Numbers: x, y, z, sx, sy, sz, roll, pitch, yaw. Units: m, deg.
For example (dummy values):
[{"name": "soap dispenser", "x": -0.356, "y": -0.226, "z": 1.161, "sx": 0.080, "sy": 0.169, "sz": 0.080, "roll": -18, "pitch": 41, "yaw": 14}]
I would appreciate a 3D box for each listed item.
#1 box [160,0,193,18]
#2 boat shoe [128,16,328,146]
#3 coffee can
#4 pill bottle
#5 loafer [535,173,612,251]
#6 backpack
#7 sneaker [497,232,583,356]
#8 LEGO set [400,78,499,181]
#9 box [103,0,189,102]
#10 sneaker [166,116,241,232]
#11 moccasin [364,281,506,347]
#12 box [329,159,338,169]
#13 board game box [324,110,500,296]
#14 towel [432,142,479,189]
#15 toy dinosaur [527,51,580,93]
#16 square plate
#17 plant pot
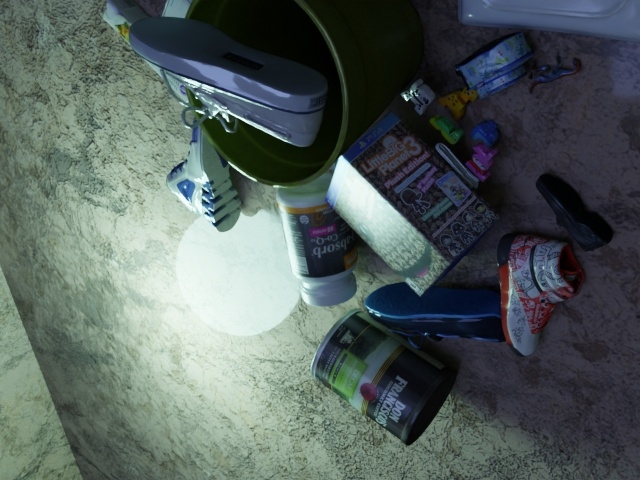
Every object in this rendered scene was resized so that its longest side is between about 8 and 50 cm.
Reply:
[{"name": "box", "x": -0.235, "y": -0.435, "z": 1.721, "sx": 0.290, "sy": 0.087, "sz": 0.169, "roll": 46, "pitch": 136, "yaw": 9}, {"name": "boat shoe", "x": -0.157, "y": -0.242, "z": 1.237, "sx": 0.367, "sy": 0.136, "sz": 0.156, "roll": 23, "pitch": 132, "yaw": 17}, {"name": "coffee can", "x": 0.145, "y": 0.312, "z": 1.761, "sx": 0.275, "sy": 0.202, "sz": 0.201, "roll": 32, "pitch": 132, "yaw": 24}, {"name": "pill bottle", "x": 0.000, "y": 0.000, "z": 1.727, "sx": 0.162, "sy": 0.162, "sz": 0.278, "roll": 9, "pitch": 121, "yaw": 37}, {"name": "loafer", "x": 0.448, "y": -0.047, "z": 1.380, "sx": 0.170, "sy": 0.062, "sz": 0.061, "roll": 50, "pitch": 141, "yaw": 8}, {"name": "backpack", "x": 0.310, "y": -0.303, "z": 1.311, "sx": 0.114, "sy": 0.105, "sz": 0.084, "roll": -28, "pitch": 96, "yaw": 46}, {"name": "sneaker", "x": 0.432, "y": 0.118, "z": 1.471, "sx": 0.145, "sy": 0.090, "sz": 0.269, "roll": 6, "pitch": 116, "yaw": 42}, {"name": "LEGO set", "x": 0.267, "y": -0.233, "z": 1.401, "sx": 0.227, "sy": 0.087, "sz": 0.093, "roll": 48, "pitch": 152, "yaw": 8}, {"name": "box", "x": -0.403, "y": -0.473, "z": 1.862, "sx": 0.324, "sy": 0.067, "sz": 0.063, "roll": 45, "pitch": 137, "yaw": 9}, {"name": "sneaker", "x": -0.313, "y": -0.179, "z": 1.917, "sx": 0.182, "sy": 0.127, "sz": 0.315, "roll": 20, "pitch": 128, "yaw": 29}, {"name": "moccasin", "x": 0.244, "y": 0.174, "z": 1.637, "sx": 0.342, "sy": 0.137, "sz": 0.116, "roll": 6, "pitch": 133, "yaw": 44}, {"name": "box", "x": 0.018, "y": -0.210, "z": 1.625, "sx": 0.102, "sy": 0.101, "sz": 0.087, "roll": 8, "pitch": 120, "yaw": 40}, {"name": "board game box", "x": 0.170, "y": -0.065, "z": 1.494, "sx": 0.291, "sy": 0.141, "sz": 0.232, "roll": 46, "pitch": 161, "yaw": 10}, {"name": "towel", "x": 0.249, "y": -0.127, "z": 1.484, "sx": 0.113, "sy": 0.023, "sz": 0.152, "roll": 50, "pitch": 168, "yaw": 5}, {"name": "toy dinosaur", "x": 0.402, "y": -0.290, "z": 1.301, "sx": 0.082, "sy": 0.047, "sz": 0.090, "roll": 15, "pitch": 158, "yaw": 24}, {"name": "square plate", "x": 0.368, "y": -0.492, "z": 1.186, "sx": 0.347, "sy": 0.049, "sz": 0.343, "roll": 17, "pitch": 126, "yaw": 33}, {"name": "plant pot", "x": 0.000, "y": -0.332, "z": 1.384, "sx": 0.367, "sy": 0.353, "sz": 0.366, "roll": 22, "pitch": 128, "yaw": 30}]
